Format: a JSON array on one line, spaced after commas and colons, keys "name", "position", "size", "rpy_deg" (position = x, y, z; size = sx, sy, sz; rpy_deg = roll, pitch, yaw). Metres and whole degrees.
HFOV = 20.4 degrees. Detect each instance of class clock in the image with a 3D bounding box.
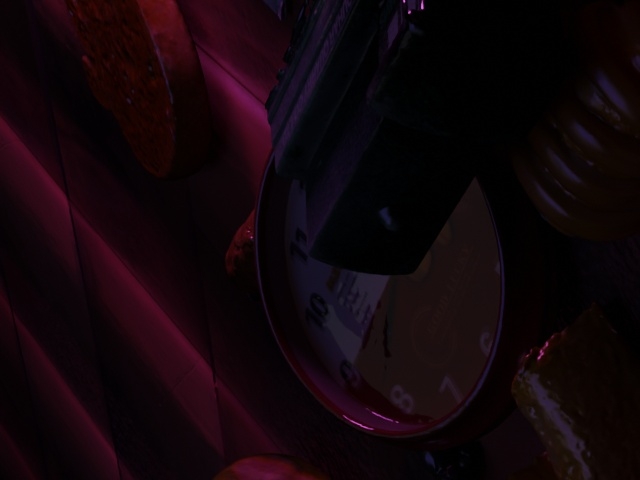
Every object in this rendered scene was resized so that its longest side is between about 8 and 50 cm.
[{"name": "clock", "position": [0.068, 0.013, 1.441], "size": [0.318, 0.080, 0.318], "rpy_deg": [13, 107, 47]}]

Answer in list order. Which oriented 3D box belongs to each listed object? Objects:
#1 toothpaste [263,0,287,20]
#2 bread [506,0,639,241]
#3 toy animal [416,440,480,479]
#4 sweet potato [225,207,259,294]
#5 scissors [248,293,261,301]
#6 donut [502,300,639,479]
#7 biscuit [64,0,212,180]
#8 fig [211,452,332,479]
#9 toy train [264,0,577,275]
[{"name": "toothpaste", "position": [-0.088, -0.286, 1.697], "size": [0.205, 0.036, 0.056], "rpy_deg": [49, 152, 35]}, {"name": "bread", "position": [0.182, -0.078, 1.159], "size": [0.119, 0.084, 0.177], "rpy_deg": [58, 152, 26]}, {"name": "toy animal", "position": [0.098, 0.175, 1.638], "size": [0.135, 0.047, 0.065], "rpy_deg": [52, 161, 27]}, {"name": "sweet potato", "position": [-0.006, -0.012, 1.643], "size": [0.354, 0.095, 0.106], "rpy_deg": [-12, 114, 58]}, {"name": "scissors", "position": [-0.026, 0.047, 1.856], "size": [0.317, 0.024, 0.160], "rpy_deg": [-15, 95, 69]}, {"name": "donut", "position": [0.208, 0.184, 1.328], "size": [0.152, 0.101, 0.259], "rpy_deg": [46, 145, 35]}, {"name": "biscuit", "position": [-0.215, -0.235, 2.014], "size": [0.367, 0.063, 0.314], "rpy_deg": [64, 161, 14]}, {"name": "fig", "position": [-0.011, 0.358, 1.931], "size": [0.275, 0.206, 0.206], "rpy_deg": [25, 136, 30]}, {"name": "toy train", "position": [0.060, -0.109, 1.194], "size": [0.330, 0.138, 0.178], "rpy_deg": [118, 157, -49]}]
